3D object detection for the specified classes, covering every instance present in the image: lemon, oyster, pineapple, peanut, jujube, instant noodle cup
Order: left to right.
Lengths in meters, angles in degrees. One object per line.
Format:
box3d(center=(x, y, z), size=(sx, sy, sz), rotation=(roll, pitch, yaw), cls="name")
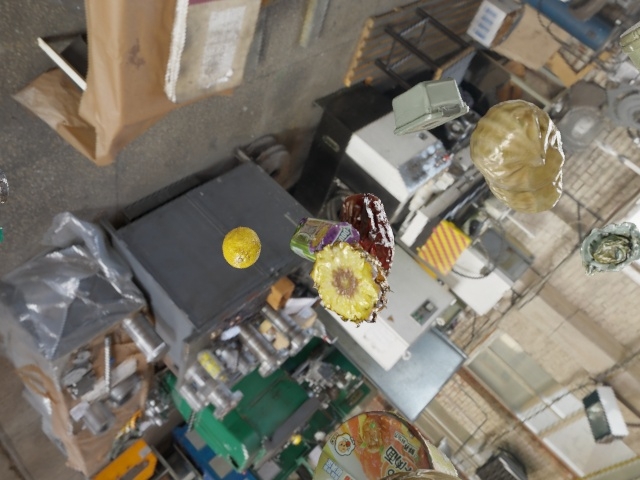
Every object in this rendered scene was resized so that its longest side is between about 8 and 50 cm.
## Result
box3d(center=(-0.233, 0.022, 1.595), size=(0.114, 0.114, 0.155), rotation=(-52, -155, 17), cls="lemon")
box3d(center=(0.073, 0.089, 1.207), size=(0.076, 0.225, 0.225), rotation=(-26, 155, -43), cls="pineapple")
box3d(center=(0.136, 0.003, 1.655), size=(0.197, 0.291, 0.197), rotation=(-4, 180, 0), cls="jujube")
box3d(center=(0.113, 0.375, 0.809), size=(0.205, 0.205, 0.153), rotation=(-48, 133, 5), cls="instant noodle cup")
box3d(center=(0.358, -0.138, 0.956), size=(0.140, 0.153, 0.325), rotation=(-58, 143, 0), cls="peanut")
box3d(center=(0.470, 0.014, 0.865), size=(0.100, 0.098, 0.037), rotation=(-3, -156, 48), cls="oyster")

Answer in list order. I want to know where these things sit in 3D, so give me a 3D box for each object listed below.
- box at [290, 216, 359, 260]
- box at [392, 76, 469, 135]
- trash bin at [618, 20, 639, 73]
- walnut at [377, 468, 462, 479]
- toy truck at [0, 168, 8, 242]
box3d(center=(0.000, 0.000, 1.570), size=(0.134, 0.097, 0.345), rotation=(-56, -165, -4), cls="box")
box3d(center=(0.247, -0.314, 1.258), size=(0.123, 0.093, 0.172), rotation=(-16, -177, -23), cls="box")
box3d(center=(0.608, -0.261, 0.791), size=(0.121, 0.248, 0.243), rotation=(-35, -174, -24), cls="trash bin")
box3d(center=(0.085, 0.382, 0.495), size=(0.313, 0.251, 0.277), rotation=(-53, 161, -12), cls="walnut")
box3d(center=(-0.624, -0.053, 0.830), size=(0.176, 0.363, 0.178), rotation=(-17, 127, -48), cls="toy truck")
